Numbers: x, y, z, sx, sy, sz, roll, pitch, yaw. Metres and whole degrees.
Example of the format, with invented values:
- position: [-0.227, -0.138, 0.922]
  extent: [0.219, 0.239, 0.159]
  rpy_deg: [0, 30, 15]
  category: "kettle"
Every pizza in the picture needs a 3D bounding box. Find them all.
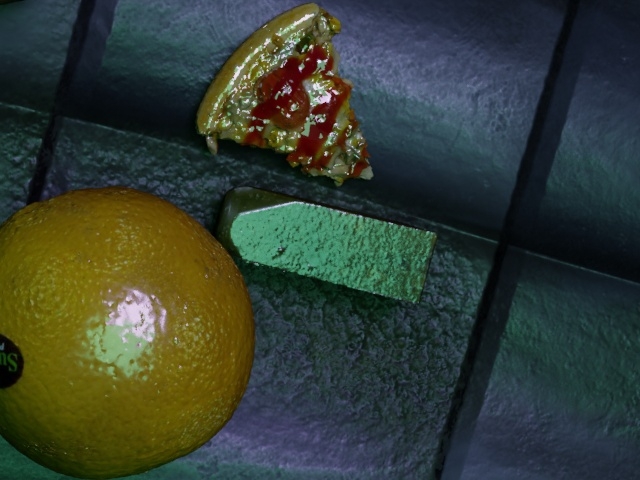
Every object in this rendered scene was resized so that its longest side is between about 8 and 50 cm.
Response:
- position: [-0.012, -0.128, 1.248]
  extent: [0.199, 0.062, 0.188]
  rpy_deg: [40, 88, -16]
  category: "pizza"

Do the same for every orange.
- position: [-0.194, 0.082, 1.126]
  extent: [0.274, 0.274, 0.274]
  rpy_deg: [-2, 97, -13]
  category: "orange"

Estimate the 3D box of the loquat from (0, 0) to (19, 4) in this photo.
- position: [-0.289, -0.311, 1.086]
  extent: [0.179, 0.179, 0.227]
  rpy_deg: [15, 127, -15]
  category: "loquat"

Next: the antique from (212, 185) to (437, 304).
- position: [0.000, 0.000, 1.254]
  extent: [0.221, 0.081, 0.080]
  rpy_deg: [15, 92, -15]
  category: "antique"
